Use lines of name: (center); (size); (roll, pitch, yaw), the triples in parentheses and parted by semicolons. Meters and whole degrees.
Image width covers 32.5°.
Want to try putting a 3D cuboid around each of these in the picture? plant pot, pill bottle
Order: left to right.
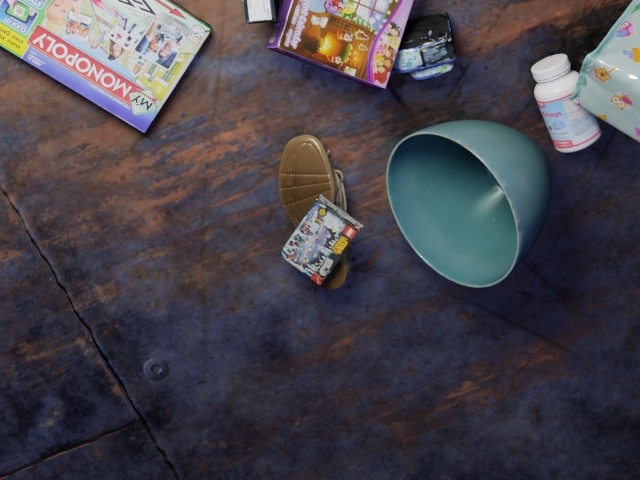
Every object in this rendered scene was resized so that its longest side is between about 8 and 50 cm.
plant pot: (0.285, -0.092, 1.896); (0.195, 0.290, 0.290); (-32, 117, -32)
pill bottle: (0.428, -0.241, 1.929); (0.087, 0.087, 0.160); (-26, 112, 4)

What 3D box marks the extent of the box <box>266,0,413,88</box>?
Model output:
box: (0.054, -0.414, 1.769); (0.201, 0.057, 0.293); (17, 91, -24)

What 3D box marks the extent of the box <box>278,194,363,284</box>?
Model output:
box: (0.000, 0.000, 1.916); (0.094, 0.027, 0.137); (36, 120, 2)

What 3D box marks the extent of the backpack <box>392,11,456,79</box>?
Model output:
backpack: (0.170, -0.322, 1.857); (0.114, 0.105, 0.084); (-11, 124, 9)

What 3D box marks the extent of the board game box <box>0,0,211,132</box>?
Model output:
board game box: (-0.370, -0.350, 1.813); (0.317, 0.046, 0.213); (31, 104, -17)

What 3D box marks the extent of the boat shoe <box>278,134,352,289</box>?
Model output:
boat shoe: (-0.003, -0.057, 1.962); (0.105, 0.089, 0.285); (-1, 112, 22)

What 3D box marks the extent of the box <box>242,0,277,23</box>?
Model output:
box: (-0.099, -0.445, 1.713); (0.051, 0.220, 0.175); (-5, 112, 1)

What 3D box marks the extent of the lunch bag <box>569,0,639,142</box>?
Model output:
lunch bag: (0.581, -0.293, 1.835); (0.223, 0.160, 0.262); (34, 62, 16)
